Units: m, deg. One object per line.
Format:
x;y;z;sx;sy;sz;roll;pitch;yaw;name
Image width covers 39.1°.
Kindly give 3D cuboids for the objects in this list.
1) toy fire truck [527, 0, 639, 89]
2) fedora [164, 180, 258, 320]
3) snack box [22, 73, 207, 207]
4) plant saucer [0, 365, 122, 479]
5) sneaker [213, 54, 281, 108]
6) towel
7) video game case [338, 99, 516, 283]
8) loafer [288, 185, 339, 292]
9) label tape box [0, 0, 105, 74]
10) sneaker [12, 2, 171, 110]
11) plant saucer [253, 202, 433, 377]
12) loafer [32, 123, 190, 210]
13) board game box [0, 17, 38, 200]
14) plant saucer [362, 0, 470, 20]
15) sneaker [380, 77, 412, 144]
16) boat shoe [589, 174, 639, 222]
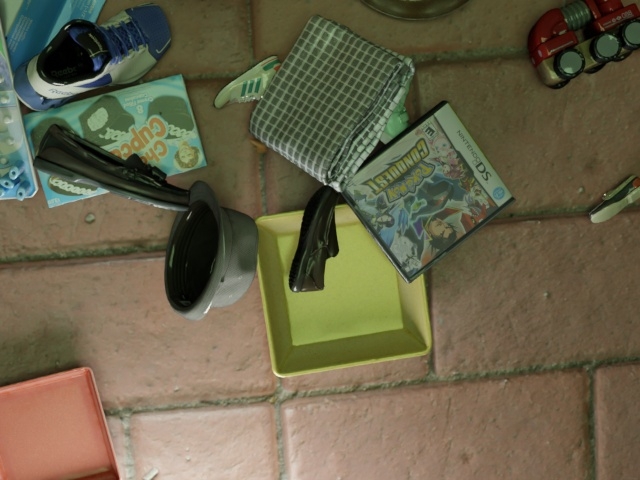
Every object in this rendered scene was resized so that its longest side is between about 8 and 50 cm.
0.509;-0.458;1.789;0.217;0.158;0.246;-24;87;-1;toy fire truck
-0.201;0.028;1.760;0.124;0.244;0.275;7;113;-34;fedora
-0.401;-0.197;1.777;0.322;0.060;0.187;-16;100;-3;snack box
-0.560;0.402;1.848;0.258;0.048;0.259;-14;98;-3;plant saucer
-0.134;-0.296;1.788;0.161;0.057;0.075;-35;93;-3;sneaker
0.018;-0.268;1.713;0.235;0.121;0.284;35;95;34;towel
0.207;-0.094;1.768;0.275;0.035;0.248;-38;104;-2;video game case
0.000;0.000;1.756;0.078;0.080;0.220;14;101;-16;loafer
-0.618;-0.442;1.701;0.347;0.115;0.249;26;95;-6;label tape box
-0.397;-0.343;1.653;0.315;0.182;0.127;-33;101;-27;sneaker
0.043;0.088;1.843;0.332;0.081;0.333;-8;97;-4;plant saucer
-0.386;-0.136;1.706;0.302;0.109;0.095;16;94;-6;loafer
-0.757;-0.245;1.672;0.390;0.050;0.390;-4;112;5;board game box
0.184;-0.570;1.716;0.310;0.050;0.311;5;133;5;plant saucer
0.167;-0.260;1.797;0.256;0.094;0.151;38;99;-6;sneaker
0.618;-0.087;1.890;0.137;0.049;0.043;-34;57;3;boat shoe
